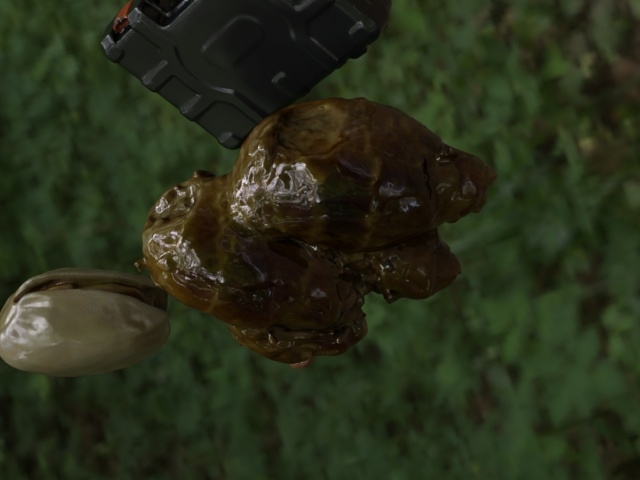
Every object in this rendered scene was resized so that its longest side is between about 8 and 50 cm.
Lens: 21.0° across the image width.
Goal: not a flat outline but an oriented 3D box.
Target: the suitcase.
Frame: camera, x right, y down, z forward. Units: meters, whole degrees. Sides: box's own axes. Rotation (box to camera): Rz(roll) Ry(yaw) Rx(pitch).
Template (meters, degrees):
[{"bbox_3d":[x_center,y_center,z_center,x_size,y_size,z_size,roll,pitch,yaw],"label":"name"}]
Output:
[{"bbox_3d":[-0.082,-0.225,1.808,0.206,0.285,0.066,37,-133,-17],"label":"suitcase"}]

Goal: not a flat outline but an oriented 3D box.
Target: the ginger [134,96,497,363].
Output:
[{"bbox_3d":[0.007,-0.008,1.788,0.274,0.357,0.152,49,-167,-21],"label":"ginger"}]

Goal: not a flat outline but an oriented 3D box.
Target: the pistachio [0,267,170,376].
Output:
[{"bbox_3d":[-0.292,0.098,2.091,0.126,0.223,0.152,-96,-10,-50],"label":"pistachio"}]

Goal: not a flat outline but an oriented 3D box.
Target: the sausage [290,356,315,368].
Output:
[{"bbox_3d":[-0.040,0.082,2.083,0.036,0.042,0.158,7,122,53],"label":"sausage"}]
